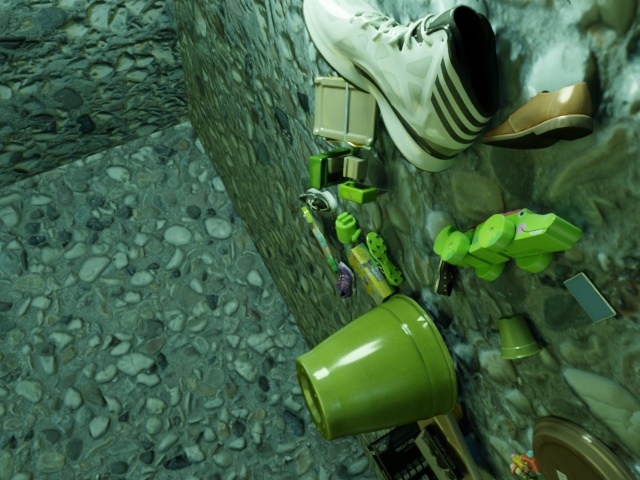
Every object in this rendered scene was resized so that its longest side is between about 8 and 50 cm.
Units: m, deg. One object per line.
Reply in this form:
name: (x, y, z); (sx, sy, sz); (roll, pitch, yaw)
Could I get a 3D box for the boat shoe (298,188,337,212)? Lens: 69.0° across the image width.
boat shoe: (-0.012, -0.135, 1.669); (0.219, 0.070, 0.077); (26, 138, 62)

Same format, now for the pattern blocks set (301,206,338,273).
pattern blocks set: (0.000, 0.000, 1.744); (0.285, 0.026, 0.325); (65, 178, -32)

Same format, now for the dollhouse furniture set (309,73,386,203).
dollhouse furniture set: (0.093, -0.270, 1.208); (0.197, 0.151, 0.301); (21, 120, 36)

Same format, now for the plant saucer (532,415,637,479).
plant saucer: (0.563, 0.512, 0.996); (0.278, 0.041, 0.278); (53, 160, 29)

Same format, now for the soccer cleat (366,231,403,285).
soccer cleat: (0.185, 0.060, 1.405); (0.179, 0.060, 0.072); (60, 163, 4)

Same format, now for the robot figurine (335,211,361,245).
robot figurine: (0.086, -0.035, 1.536); (0.101, 0.067, 0.115); (35, 147, 42)

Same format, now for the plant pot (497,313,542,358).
plant pot: (0.403, 0.195, 0.964); (0.083, 0.083, 0.079); (145, 110, -72)

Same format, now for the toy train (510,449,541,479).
toy train: (0.537, 0.611, 1.188); (0.166, 0.046, 0.125); (65, 162, -3)

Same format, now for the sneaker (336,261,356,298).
sneaker: (0.091, 0.159, 1.780); (0.068, 0.071, 0.170); (41, 150, 50)

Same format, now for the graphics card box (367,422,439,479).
graphics card box: (0.367, 0.860, 1.700); (0.371, 0.233, 0.094); (58, 162, 16)

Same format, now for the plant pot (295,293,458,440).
plant pot: (0.129, 0.384, 1.322); (0.366, 0.353, 0.366); (162, 90, -73)

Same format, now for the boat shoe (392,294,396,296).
boat shoe: (0.270, 0.209, 1.409); (0.153, 0.048, 0.056); (46, 160, 59)

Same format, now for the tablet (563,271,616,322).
tablet: (0.454, 0.096, 0.787); (0.083, 0.006, 0.054); (57, 161, 17)

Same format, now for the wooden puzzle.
wooden puzzle: (0.401, 0.604, 1.522); (0.322, 0.080, 0.348); (66, 167, -4)

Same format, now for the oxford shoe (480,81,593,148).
oxford shoe: (0.324, -0.182, 0.707); (0.212, 0.076, 0.076); (-179, 94, -73)

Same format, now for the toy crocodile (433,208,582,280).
toy crocodile: (0.328, 0.000, 0.871); (0.115, 0.105, 0.340); (24, 164, -10)

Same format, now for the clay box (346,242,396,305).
clay box: (0.159, 0.105, 1.530); (0.222, 0.053, 0.127); (58, 168, 20)

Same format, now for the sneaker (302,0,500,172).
sneaker: (0.155, -0.361, 0.820); (0.447, 0.169, 0.257); (54, 152, 7)

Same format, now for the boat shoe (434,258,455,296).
boat shoe: (0.306, 0.079, 1.125); (0.042, 0.049, 0.133); (18, 131, 27)

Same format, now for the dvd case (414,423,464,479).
dvd case: (0.388, 0.720, 1.545); (0.179, 0.029, 0.238); (56, 165, 29)
